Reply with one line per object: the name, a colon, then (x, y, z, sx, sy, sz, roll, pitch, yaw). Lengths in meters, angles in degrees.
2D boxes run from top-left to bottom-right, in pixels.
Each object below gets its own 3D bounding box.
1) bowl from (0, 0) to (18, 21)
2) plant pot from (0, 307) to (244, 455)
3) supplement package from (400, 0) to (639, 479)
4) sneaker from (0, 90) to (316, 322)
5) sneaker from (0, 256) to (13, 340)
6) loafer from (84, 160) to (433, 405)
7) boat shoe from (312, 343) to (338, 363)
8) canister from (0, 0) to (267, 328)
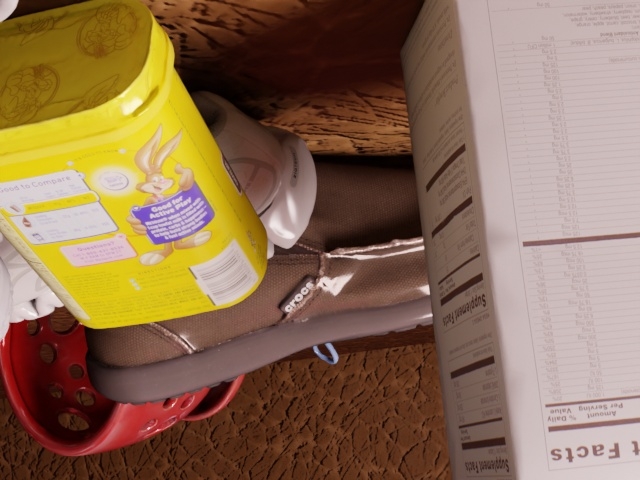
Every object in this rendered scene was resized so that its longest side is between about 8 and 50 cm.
bowl: (-0.127, -0.106, 0.350, 0.170, 0.080, 0.170, -5, 170, -1)
plant pot: (-0.175, 0.089, 1.115, 0.191, 0.191, 0.174, -14, 175, 38)
supplement package: (0.126, -0.003, 0.590, 0.139, 0.244, 0.134, -4, 169, -6)
sneaker: (-0.155, -0.026, 0.751, 0.292, 0.110, 0.118, -16, 158, 17)
sneaker: (-0.341, 0.016, 0.572, 0.366, 0.137, 0.210, -6, 148, -8)
loafer: (0.000, 0.000, 0.856, 0.366, 0.130, 0.134, -20, -161, -11)
boat shoe: (0.010, 0.043, 0.997, 0.258, 0.089, 0.109, -34, 162, 22)
canister: (-0.108, -0.030, 0.607, 0.126, 0.073, 0.170, -10, 143, 13)
